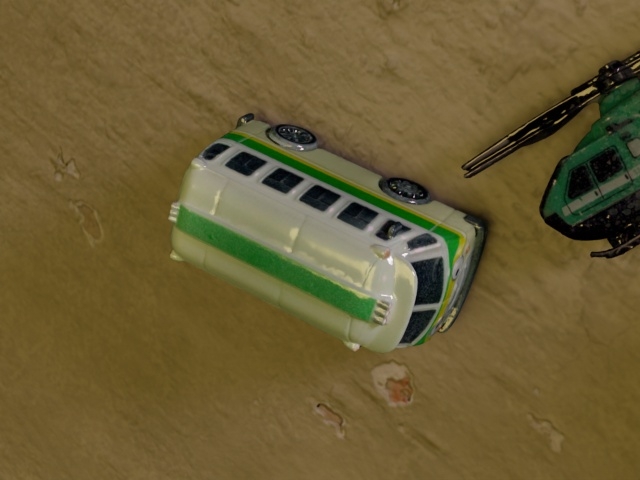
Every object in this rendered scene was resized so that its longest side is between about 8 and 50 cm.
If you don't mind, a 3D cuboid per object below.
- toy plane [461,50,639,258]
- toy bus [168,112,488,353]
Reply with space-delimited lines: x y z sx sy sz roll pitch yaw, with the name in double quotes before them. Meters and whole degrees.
"toy plane" 0.299 -0.102 0.988 0.381 0.106 0.155 -36 77 37
"toy bus" 0.000 0.000 1.137 0.276 0.164 0.134 25 118 18
